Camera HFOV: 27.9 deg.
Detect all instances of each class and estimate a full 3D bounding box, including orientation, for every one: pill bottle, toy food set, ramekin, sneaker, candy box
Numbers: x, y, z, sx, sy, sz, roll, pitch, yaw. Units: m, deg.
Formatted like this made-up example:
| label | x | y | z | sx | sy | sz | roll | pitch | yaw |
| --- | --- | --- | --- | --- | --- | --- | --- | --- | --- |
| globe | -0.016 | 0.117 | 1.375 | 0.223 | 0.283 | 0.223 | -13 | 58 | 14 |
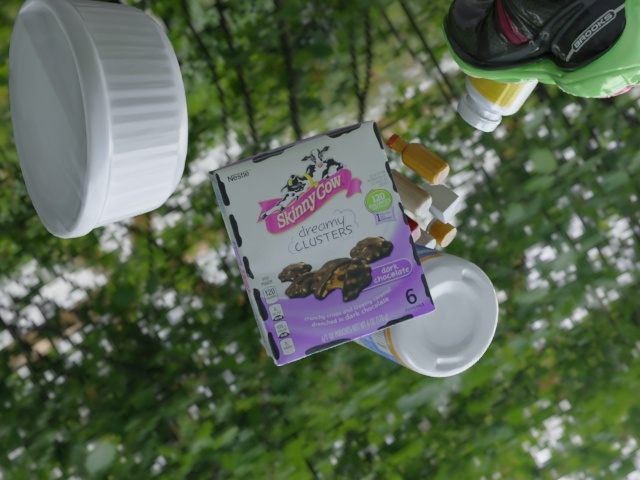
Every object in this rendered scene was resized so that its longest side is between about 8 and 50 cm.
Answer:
| label | x | y | z | sx | sy | sz | roll | pitch | yaw |
| --- | --- | --- | --- | --- | --- | --- | --- | --- | --- |
| pill bottle | 0.299 | -0.269 | 2.079 | 0.184 | 0.103 | 0.103 | -57 | 173 | 33 |
| toy food set | 0.144 | -0.062 | 2.037 | 0.111 | 0.104 | 0.232 | -46 | 154 | -11 |
| ramekin | -0.247 | -0.143 | 1.436 | 0.127 | 0.273 | 0.273 | -10 | 178 | -28 |
| sneaker | 0.318 | -0.314 | 1.740 | 0.185 | 0.202 | 0.483 | -14 | -164 | -20 |
| pill bottle | 0.098 | 0.074 | 1.676 | 0.152 | 0.152 | 0.272 | -34 | -158 | -17 |
| candy box | 0.000 | 0.000 | 1.243 | 0.165 | 0.196 | 0.070 | -19 | -175 | -8 |
